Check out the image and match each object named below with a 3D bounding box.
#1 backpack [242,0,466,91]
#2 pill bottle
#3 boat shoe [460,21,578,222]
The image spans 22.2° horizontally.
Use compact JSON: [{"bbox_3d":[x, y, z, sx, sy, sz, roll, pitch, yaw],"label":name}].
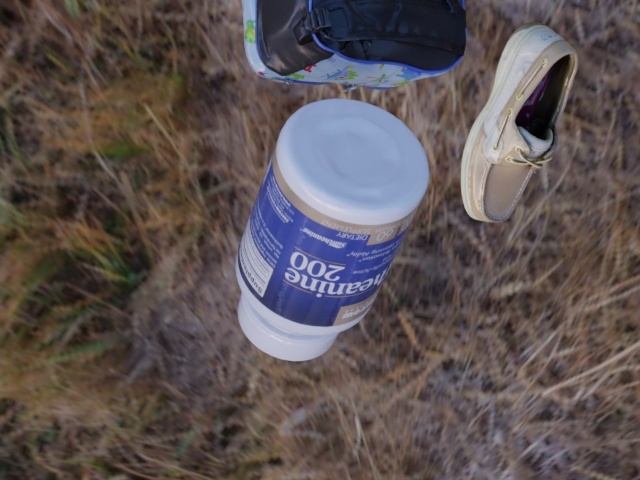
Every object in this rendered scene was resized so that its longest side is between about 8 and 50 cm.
[{"bbox_3d":[0.016,-0.130,0.865,0.114,0.084,0.105,7,76,-39],"label":"backpack"},{"bbox_3d":[0.000,0.000,0.723,0.067,0.120,0.067,10,49,-11],"label":"pill bottle"},{"bbox_3d":[0.128,-0.069,1.042,0.050,0.045,0.135,-3,116,-35],"label":"boat shoe"}]
